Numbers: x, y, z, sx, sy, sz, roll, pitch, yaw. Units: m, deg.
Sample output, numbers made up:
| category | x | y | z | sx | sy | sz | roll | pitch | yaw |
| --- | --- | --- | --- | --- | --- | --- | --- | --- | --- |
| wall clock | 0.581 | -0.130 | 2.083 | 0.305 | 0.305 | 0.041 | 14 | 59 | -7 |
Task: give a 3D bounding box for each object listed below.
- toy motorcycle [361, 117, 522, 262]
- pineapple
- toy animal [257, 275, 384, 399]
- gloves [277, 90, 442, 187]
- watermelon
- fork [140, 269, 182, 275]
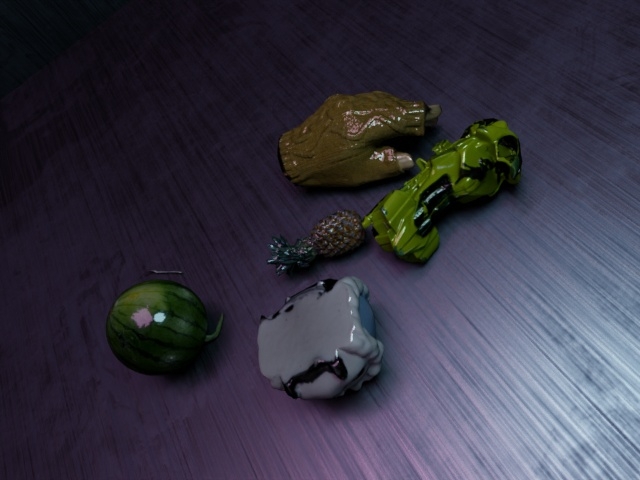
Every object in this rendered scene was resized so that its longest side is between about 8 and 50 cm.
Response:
| category | x | y | z | sx | sy | sz | roll | pitch | yaw |
| --- | --- | --- | --- | --- | --- | --- | --- | --- | --- |
| toy motorcycle | 0.241 | -0.102 | 1.027 | 0.342 | 0.142 | 0.206 | -44 | 13 | -5 |
| pineapple | -0.001 | 0.000 | 1.114 | 0.221 | 0.083 | 0.103 | -24 | 40 | 11 |
| toy animal | 0.014 | 0.171 | 0.952 | 0.208 | 0.156 | 0.204 | -31 | 53 | 27 |
| gloves | 0.078 | -0.217 | 1.168 | 0.357 | 0.155 | 0.203 | -14 | 58 | 14 |
| watermelon | -0.307 | 0.174 | 1.098 | 0.188 | 0.215 | 0.188 | -49 | 27 | 36 |
| fork | -0.365 | 0.073 | 1.289 | 0.115 | 0.016 | 0.012 | -5 | 80 | 24 |
